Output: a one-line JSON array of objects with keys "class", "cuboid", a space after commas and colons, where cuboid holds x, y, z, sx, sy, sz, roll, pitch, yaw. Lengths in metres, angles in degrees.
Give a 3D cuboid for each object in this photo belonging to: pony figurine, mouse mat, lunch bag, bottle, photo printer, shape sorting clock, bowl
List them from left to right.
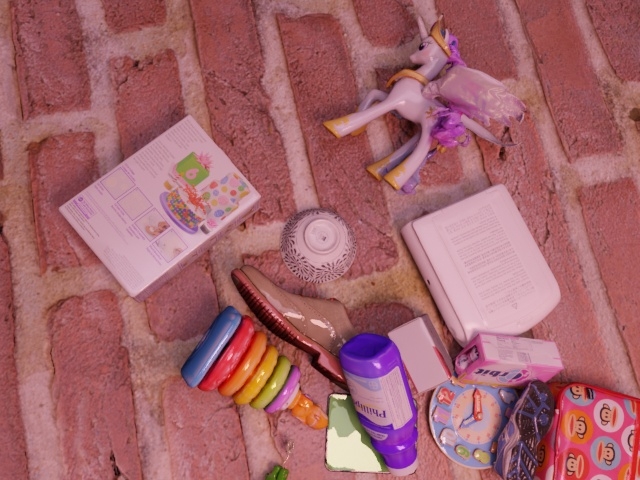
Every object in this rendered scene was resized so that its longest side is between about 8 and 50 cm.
[{"class": "bowl", "cuboid": [0.000, 0.000, 1.258, 0.169, 0.080, 0.170, 2, 75, -7]}, {"class": "mouse mat", "cuboid": [0.105, 0.392, 1.206, 0.189, 0.007, 0.153, 5, 75, -5]}, {"class": "bottle", "cuboid": [0.121, 0.315, 1.120, 0.092, 0.118, 0.283, -32, 115, -34]}, {"class": "pony figurine", "cuboid": [0.242, -0.276, 1.283, 0.351, 0.303, 0.363, 44, 90, 14]}, {"class": "shape sorting clock", "cuboid": [0.322, 0.362, 1.221, 0.206, 0.040, 0.207, 1, 76, -6]}, {"class": "photo printer", "cuboid": [0.347, 0.060, 1.267, 0.255, 0.107, 0.308, -24, 80, -12]}, {"class": "lunch bag", "cuboid": [0.558, 0.448, 1.192, 0.257, 0.120, 0.294, 16, 75, -6]}]

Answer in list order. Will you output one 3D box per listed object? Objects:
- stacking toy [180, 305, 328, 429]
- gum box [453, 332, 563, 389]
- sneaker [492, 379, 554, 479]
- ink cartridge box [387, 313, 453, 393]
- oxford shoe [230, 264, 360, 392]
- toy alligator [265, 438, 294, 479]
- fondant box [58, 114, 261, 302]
[{"class": "stacking toy", "cuboid": [-0.103, 0.274, 1.152, 0.301, 0.175, 0.166, 36, 77, -8]}, {"class": "gum box", "cuboid": [0.373, 0.246, 1.197, 0.188, 0.107, 0.062, 9, 50, -15]}, {"class": "sneaker", "cuboid": [0.393, 0.374, 1.173, 0.080, 0.081, 0.211, 28, 77, -11]}, {"class": "ink cartridge box", "cuboid": [0.202, 0.218, 1.171, 0.072, 0.175, 0.128, -28, 79, 10]}, {"class": "oxford shoe", "cuboid": [-0.028, 0.154, 1.202, 0.348, 0.123, 0.130, 42, 72, -6]}, {"class": "toy alligator", "cuboid": [-0.092, 0.475, 1.141, 0.051, 0.056, 0.190, 1, 71, 36]}, {"class": "fondant box", "cuboid": [-0.323, -0.067, 1.231, 0.330, 0.096, 0.238, -40, 83, -13]}]
